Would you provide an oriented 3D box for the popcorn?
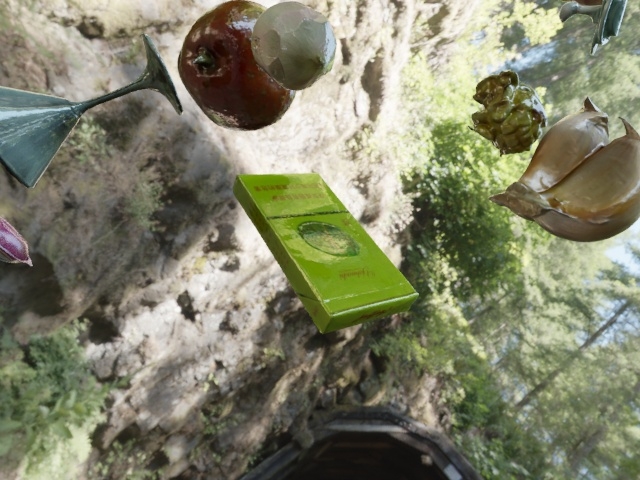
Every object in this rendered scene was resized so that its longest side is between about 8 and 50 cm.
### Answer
[{"bbox_3d":[0.475,-0.324,1.238,0.169,0.189,0.218,-41,-135,34],"label":"popcorn"}]

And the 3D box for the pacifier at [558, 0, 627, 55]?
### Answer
[{"bbox_3d":[0.536,-0.448,0.959,0.116,0.127,0.151,16,-47,24],"label":"pacifier"}]

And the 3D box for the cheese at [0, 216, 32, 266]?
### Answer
[{"bbox_3d":[-0.713,-0.031,1.030,0.155,0.062,0.244,29,-24,49],"label":"cheese"}]

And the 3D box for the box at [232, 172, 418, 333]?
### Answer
[{"bbox_3d":[0.000,0.000,0.826,0.335,0.186,0.047,53,-46,33],"label":"box"}]

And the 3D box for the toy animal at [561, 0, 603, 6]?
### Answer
[{"bbox_3d":[0.637,-0.615,1.182,0.150,0.089,0.084,34,-54,25],"label":"toy animal"}]

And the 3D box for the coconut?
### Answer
[{"bbox_3d":[-0.051,-0.389,0.976,0.183,0.170,0.171,53,-25,43],"label":"coconut"}]

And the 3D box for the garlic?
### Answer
[{"bbox_3d":[0.571,-0.140,1.083,0.249,0.313,0.286,51,-10,-10],"label":"garlic"}]

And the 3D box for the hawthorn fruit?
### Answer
[{"bbox_3d":[-0.266,-0.539,1.515,0.402,0.402,0.403,40,-34,34],"label":"hawthorn fruit"}]

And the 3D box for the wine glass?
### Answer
[{"bbox_3d":[-0.553,-0.317,1.138,0.267,0.405,0.267,57,-16,26],"label":"wine glass"}]
